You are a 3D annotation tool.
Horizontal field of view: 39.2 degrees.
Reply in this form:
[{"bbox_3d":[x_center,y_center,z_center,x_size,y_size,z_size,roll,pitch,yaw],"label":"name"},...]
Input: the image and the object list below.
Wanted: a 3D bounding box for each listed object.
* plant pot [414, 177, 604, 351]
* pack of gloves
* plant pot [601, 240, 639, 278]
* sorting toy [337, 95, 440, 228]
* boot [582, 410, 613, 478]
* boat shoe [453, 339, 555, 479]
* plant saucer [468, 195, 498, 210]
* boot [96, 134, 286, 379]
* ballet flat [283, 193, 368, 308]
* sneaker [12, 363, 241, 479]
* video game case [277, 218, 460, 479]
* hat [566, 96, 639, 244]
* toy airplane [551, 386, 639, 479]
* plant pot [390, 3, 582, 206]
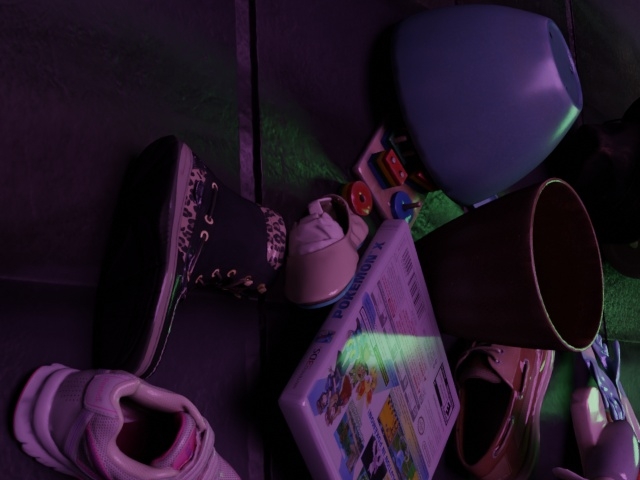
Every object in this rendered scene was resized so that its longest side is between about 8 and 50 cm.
[{"bbox_3d":[0.216,0.045,1.170,0.215,0.231,0.215,16,69,-50],"label":"plant pot"},{"bbox_3d":[0.522,0.234,1.603,0.195,0.046,0.232,34,34,-49],"label":"pack of gloves"},{"bbox_3d":[0.697,-0.022,1.819,0.229,0.263,0.262,-15,93,-36],"label":"plant pot"},{"bbox_3d":[0.117,-0.095,1.231,0.132,0.046,0.274,56,42,-27],"label":"sorting toy"},{"bbox_3d":[0.487,0.465,1.525,0.269,0.089,0.236,-75,157,-45],"label":"boot"},{"bbox_3d":[0.254,0.187,1.277,0.116,0.123,0.324,30,57,-42],"label":"boat shoe"},{"bbox_3d":[0.266,-0.050,1.435,0.192,0.018,0.067,47,48,-34],"label":"plant saucer"},{"bbox_3d":[-0.114,0.037,0.871,0.179,0.085,0.236,32,57,-46],"label":"boot"},{"bbox_3d":[0.000,0.000,0.984,0.248,0.086,0.086,-65,135,-73],"label":"ballet flat"},{"bbox_3d":[-0.138,0.193,0.775,0.252,0.111,0.102,44,49,-37],"label":"sneaker"},{"bbox_3d":[0.075,0.192,1.054,0.300,0.036,0.328,-57,139,-43],"label":"video game case"},{"bbox_3d":[0.530,-0.149,1.654,0.134,0.331,0.331,17,61,-6],"label":"hat"},{"bbox_3d":[0.404,0.427,1.205,0.386,0.272,0.384,29,74,-35],"label":"toy airplane"},{"bbox_3d":[0.254,-0.215,1.273,0.290,0.196,0.290,39,42,-46],"label":"plant pot"}]
